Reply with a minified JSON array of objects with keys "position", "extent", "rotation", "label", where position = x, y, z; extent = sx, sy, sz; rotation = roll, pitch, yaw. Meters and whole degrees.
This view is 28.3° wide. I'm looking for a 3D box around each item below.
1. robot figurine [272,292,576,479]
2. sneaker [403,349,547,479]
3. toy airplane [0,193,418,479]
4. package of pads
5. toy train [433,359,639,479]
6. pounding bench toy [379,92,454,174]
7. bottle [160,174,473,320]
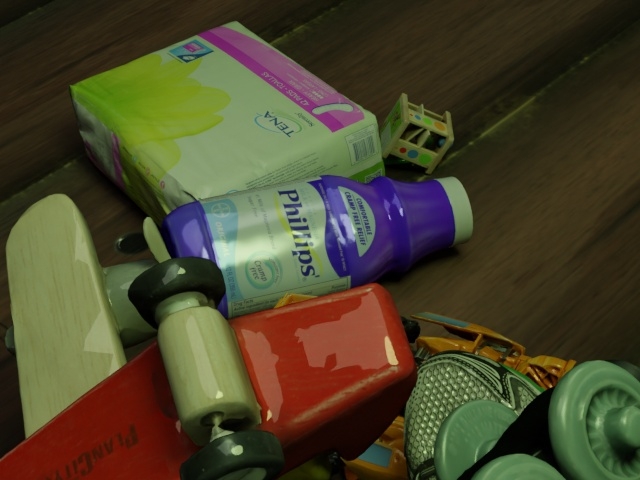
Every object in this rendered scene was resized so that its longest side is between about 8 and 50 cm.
[{"position":[0.051,0.125,1.030],"extent":[0.291,0.085,0.211],"rotation":[14,44,24],"label":"robot figurine"},{"position":[0.113,0.207,0.796],"extent":[0.134,0.146,0.343],"rotation":[-33,45,23],"label":"sneaker"},{"position":[-0.127,0.182,0.878],"extent":[0.384,0.272,0.386],"rotation":[15,85,36],"label":"toy airplane"},{"position":[-0.109,-0.111,1.339],"extent":[0.229,0.101,0.296],"rotation":[-27,42,-24],"label":"package of pads"},{"position":[0.103,0.199,0.636],"extent":[0.334,0.190,0.142],"rotation":[-37,4,-39],"label":"toy train"},{"position":[0.096,-0.099,1.340],"extent":[0.065,0.083,0.052],"rotation":[21,38,-17],"label":"pounding bench toy"},{"position":[0.000,0.000,1.173],"extent":[0.283,0.092,0.118],"rotation":[-12,75,-15],"label":"bottle"}]
